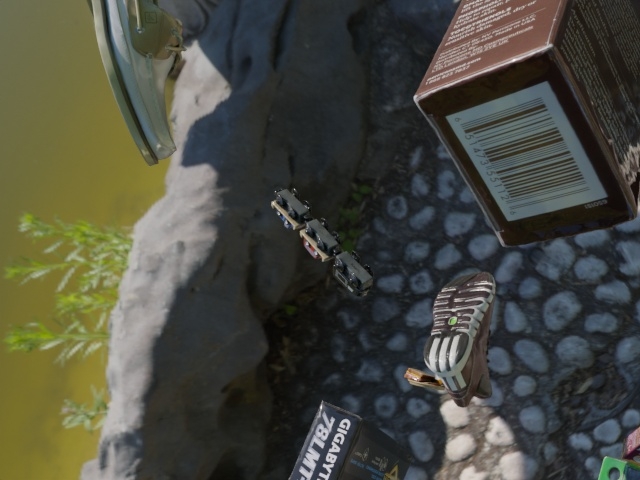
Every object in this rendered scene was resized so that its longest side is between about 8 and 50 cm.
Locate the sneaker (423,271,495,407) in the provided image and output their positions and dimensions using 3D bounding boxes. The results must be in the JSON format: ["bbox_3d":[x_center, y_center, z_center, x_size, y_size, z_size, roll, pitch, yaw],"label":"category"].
[{"bbox_3d":[0.268,0.190,1.413,0.107,0.281,0.162,-8,119,32],"label":"sneaker"}]

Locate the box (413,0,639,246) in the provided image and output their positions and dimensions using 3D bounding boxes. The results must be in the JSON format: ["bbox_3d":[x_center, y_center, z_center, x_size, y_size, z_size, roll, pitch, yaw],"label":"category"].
[{"bbox_3d":[0.240,-0.194,0.796,0.143,0.191,0.381,-14,33,39],"label":"box"}]

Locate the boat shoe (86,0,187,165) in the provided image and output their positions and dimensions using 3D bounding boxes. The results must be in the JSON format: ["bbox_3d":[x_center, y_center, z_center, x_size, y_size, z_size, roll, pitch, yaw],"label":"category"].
[{"bbox_3d":[-0.217,-0.246,0.949,0.103,0.113,0.302,-17,91,-8],"label":"boat shoe"}]

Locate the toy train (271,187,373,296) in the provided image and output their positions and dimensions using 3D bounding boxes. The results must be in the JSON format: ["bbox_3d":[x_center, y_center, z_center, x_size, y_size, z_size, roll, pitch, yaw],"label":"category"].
[{"bbox_3d":[0.000,0.000,0.764,0.027,0.036,0.158,-24,51,-24],"label":"toy train"}]

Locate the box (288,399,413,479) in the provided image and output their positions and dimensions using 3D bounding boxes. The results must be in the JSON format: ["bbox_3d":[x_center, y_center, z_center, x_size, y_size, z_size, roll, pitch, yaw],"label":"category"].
[{"bbox_3d":[0.015,0.396,1.071,0.073,0.295,0.293,16,73,26],"label":"box"}]

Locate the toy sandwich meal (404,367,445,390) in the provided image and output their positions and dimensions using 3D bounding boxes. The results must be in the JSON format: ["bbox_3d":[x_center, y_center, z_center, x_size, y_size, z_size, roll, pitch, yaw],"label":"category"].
[{"bbox_3d":[0.209,0.272,1.525,0.086,0.085,0.029,8,83,26],"label":"toy sandwich meal"}]

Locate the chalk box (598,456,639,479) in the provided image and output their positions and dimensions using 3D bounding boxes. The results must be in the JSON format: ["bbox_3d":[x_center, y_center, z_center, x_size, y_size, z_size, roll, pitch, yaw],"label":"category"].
[{"bbox_3d":[0.653,0.483,1.507,0.213,0.132,0.132,19,112,33],"label":"chalk box"}]

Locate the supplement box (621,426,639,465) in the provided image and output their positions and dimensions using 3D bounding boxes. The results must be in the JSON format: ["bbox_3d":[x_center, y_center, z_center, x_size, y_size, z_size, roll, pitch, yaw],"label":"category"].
[{"bbox_3d":[0.579,0.367,1.383,0.055,0.083,0.043,20,56,7],"label":"supplement box"}]
